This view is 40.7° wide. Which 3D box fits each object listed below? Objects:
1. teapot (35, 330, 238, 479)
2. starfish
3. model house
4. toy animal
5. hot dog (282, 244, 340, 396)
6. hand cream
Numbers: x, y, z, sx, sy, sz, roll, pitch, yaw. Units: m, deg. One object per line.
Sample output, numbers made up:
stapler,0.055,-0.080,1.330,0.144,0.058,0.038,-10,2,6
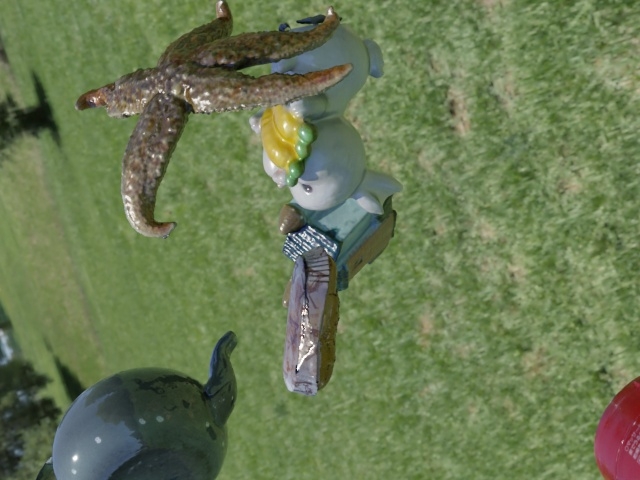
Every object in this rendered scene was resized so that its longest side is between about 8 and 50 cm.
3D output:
teapot,-0.203,0.224,0.968,0.193,0.294,0.129,55,-178,-44
starfish,-0.141,-0.159,0.945,0.375,0.327,0.094,12,155,38
model house,0.000,0.000,1.644,0.184,0.291,0.253,32,158,15
toy animal,0.001,-0.175,1.307,0.183,0.247,0.309,-1,102,44
hot dog,-0.015,0.134,1.407,0.131,0.069,0.252,-154,68,-68
hand cream,0.507,0.296,1.177,0.149,0.230,0.230,-132,26,-71
